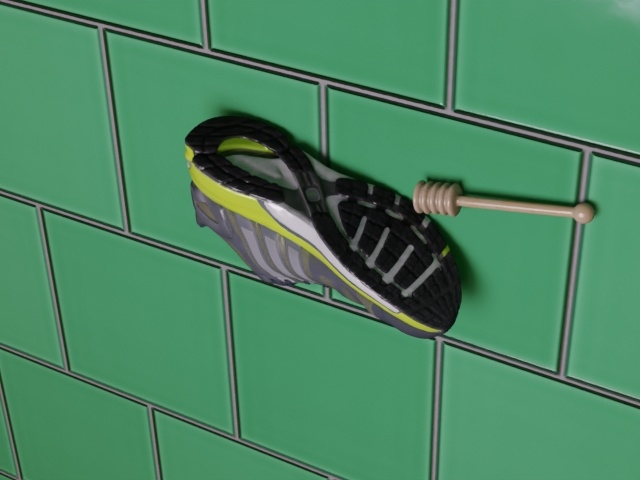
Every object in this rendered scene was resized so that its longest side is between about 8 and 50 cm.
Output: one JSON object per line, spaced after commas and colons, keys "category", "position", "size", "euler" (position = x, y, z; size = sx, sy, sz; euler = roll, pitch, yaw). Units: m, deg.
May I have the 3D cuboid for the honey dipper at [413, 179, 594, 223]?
{"category": "honey dipper", "position": [0.158, -0.032, 1.123], "size": [0.160, 0.030, 0.031], "euler": [6, 124, 29]}

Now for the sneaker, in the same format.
{"category": "sneaker", "position": [0.000, 0.000, 1.217], "size": [0.300, 0.111, 0.121], "euler": [35, 145, 17]}
